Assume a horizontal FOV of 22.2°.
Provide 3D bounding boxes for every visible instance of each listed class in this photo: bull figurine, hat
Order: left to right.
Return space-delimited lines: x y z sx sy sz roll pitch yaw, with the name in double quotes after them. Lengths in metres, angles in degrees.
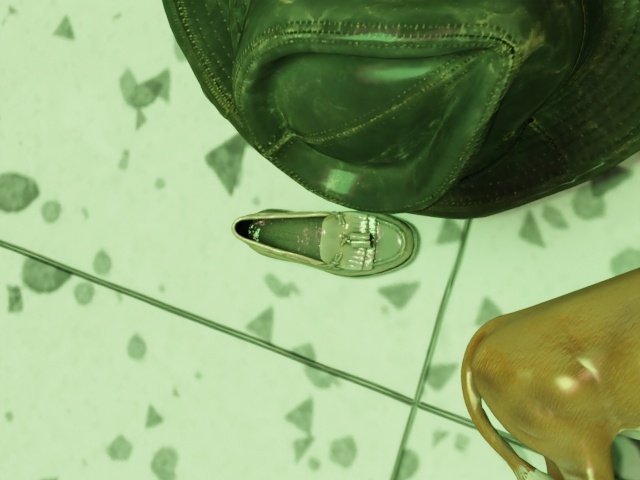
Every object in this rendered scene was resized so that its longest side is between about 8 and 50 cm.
0.046 -0.106 0.869 0.331 0.134 0.331 10 130 12 "hat"
0.229 0.067 0.887 0.310 0.101 0.188 -24 78 26 "bull figurine"

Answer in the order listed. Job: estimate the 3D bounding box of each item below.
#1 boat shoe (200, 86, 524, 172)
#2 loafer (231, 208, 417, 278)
0.029 -0.083 1.028 0.227 0.068 0.081 10 92 30 "boat shoe"
0.000 0.000 1.057 0.125 0.039 0.045 5 89 30 "loafer"
